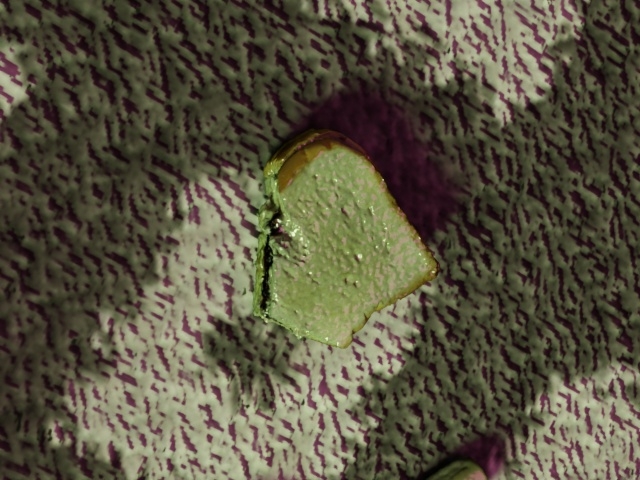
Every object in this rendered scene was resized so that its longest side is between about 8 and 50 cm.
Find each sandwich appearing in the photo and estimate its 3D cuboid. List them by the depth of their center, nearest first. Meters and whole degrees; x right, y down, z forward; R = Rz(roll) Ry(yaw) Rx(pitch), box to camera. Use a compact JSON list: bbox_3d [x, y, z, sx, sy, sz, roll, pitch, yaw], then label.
[{"bbox_3d":[0.000,0.000,0.867,0.093,0.035,0.105,-35,113,-14],"label":"sandwich"}]

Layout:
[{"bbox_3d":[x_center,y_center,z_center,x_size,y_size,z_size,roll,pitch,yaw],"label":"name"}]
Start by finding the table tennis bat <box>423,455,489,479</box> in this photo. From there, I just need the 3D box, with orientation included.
[{"bbox_3d":[-0.014,0.189,0.913,0.246,0.022,0.138,-29,113,-16],"label":"table tennis bat"}]
